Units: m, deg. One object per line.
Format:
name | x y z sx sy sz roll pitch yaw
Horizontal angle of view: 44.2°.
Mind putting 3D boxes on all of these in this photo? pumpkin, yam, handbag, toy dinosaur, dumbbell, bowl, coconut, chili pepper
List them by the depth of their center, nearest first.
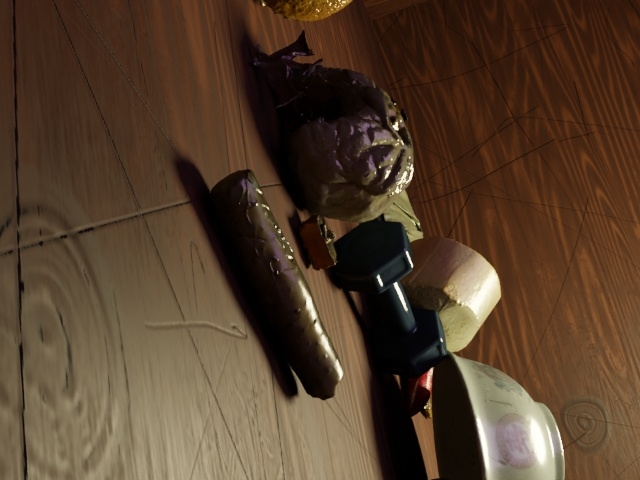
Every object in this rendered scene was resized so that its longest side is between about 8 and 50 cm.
yam | -0.047 0.060 0.935 0.318 0.067 0.071 66 28 -26
pumpkin | 0.000 0.000 1.256 0.074 0.053 0.083 -77 144 -75
toy dinosaur | -0.054 -0.283 1.267 0.032 0.108 0.220 107 -4 -51
dumbbell | 0.135 0.116 1.498 0.144 0.156 0.316 -56 135 -35
bowl | 0.362 0.426 1.574 0.435 0.195 0.435 175 -90 -87
coconut | 0.260 0.107 1.723 0.244 0.239 0.239 -50 130 -35
chili pepper | 0.214 0.237 1.835 0.137 0.091 0.369 32 37 -49
handbag | 0.184 -0.039 1.955 0.253 0.109 0.316 27 44 -61

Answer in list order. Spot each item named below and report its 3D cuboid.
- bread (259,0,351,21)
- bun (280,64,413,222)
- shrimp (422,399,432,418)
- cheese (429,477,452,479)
bread | -0.024 -0.516 1.421 0.139 0.239 0.240 -107 177 -73
bun | 0.052 -0.160 1.339 0.281 0.204 0.282 -15 90 -79
shrimp | 0.263 0.402 1.970 0.127 0.025 0.091 45 30 -74
cheese | 0.228 0.523 1.441 0.175 0.091 0.203 -94 172 -59
